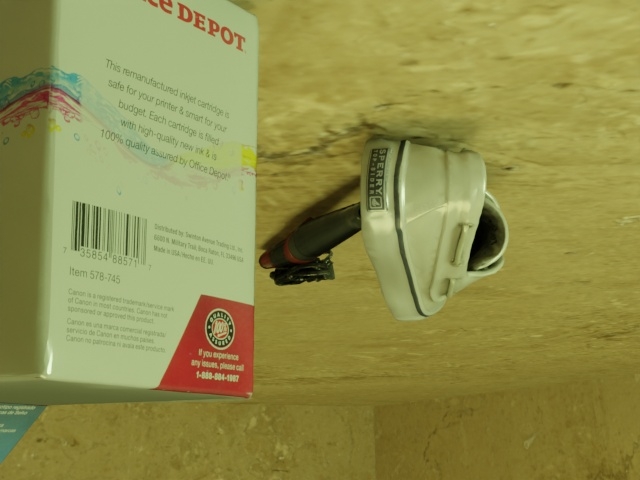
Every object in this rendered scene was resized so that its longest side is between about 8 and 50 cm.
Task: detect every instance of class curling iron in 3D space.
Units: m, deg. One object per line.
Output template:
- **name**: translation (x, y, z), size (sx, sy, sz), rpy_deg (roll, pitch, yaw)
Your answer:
- **curling iron**: translation (0.000, 0.000, 0.903), size (0.068, 0.035, 0.274), rpy_deg (-3, 169, -13)

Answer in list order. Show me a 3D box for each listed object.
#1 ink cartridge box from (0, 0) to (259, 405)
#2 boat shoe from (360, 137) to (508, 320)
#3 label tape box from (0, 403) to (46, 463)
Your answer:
- **ink cartridge box**: translation (-0.111, -0.022, 0.466), size (0.127, 0.176, 0.128), rpy_deg (-6, 166, 32)
- **boat shoe**: translation (0.088, -0.005, 0.777), size (0.088, 0.096, 0.267), rpy_deg (1, 160, 11)
- **label tape box**: translation (-0.305, 0.063, 0.894), size (0.333, 0.106, 0.241), rpy_deg (-49, 148, 16)
